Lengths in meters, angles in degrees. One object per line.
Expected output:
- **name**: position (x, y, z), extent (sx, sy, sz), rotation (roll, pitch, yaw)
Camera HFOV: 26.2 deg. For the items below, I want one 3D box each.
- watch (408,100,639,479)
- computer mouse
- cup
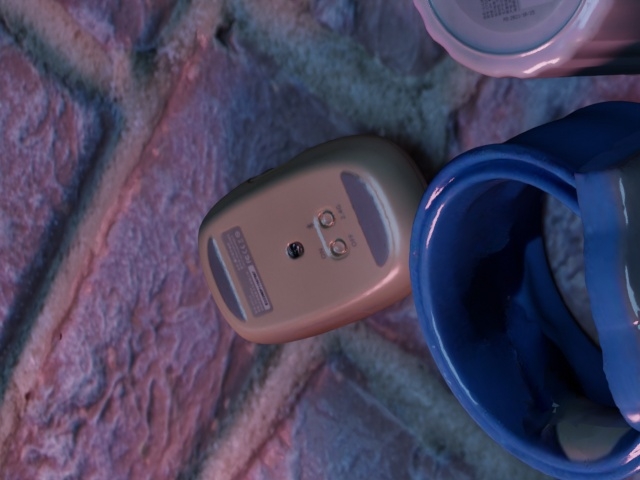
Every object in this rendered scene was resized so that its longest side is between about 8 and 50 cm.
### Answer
- **watch**: position (0.213, 0.061, 0.930), extent (0.274, 0.241, 0.305), rotation (-9, 99, 53)
- **computer mouse**: position (0.000, 0.000, 1.128), extent (0.236, 0.082, 0.145), rotation (-26, 87, 39)
- **cup**: position (0.147, -0.183, 0.902), extent (0.221, 0.202, 0.167), rotation (-5, 96, 38)
